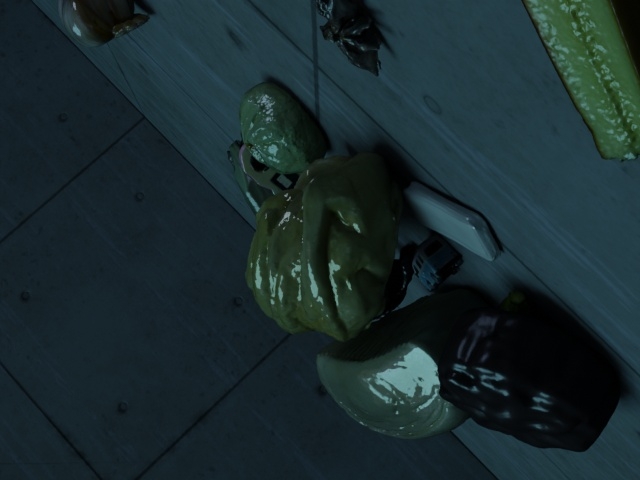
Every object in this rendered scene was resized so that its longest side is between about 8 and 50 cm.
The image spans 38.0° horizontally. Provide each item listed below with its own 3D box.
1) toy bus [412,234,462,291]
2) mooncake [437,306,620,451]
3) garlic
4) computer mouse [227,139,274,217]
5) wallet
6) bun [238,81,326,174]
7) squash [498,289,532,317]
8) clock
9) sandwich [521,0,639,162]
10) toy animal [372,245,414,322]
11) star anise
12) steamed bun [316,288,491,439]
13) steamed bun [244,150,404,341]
[{"bbox_3d":[0.201,0.040,1.639,0.075,0.060,0.123,50,169,12],"label":"toy bus"},{"bbox_3d":[0.316,0.230,1.452,0.283,0.141,0.283,26,159,11],"label":"mooncake"},{"bbox_3d":[-0.466,-0.538,2.060,0.207,0.207,0.256,47,136,-1],"label":"garlic"},{"bbox_3d":[-0.075,-0.061,2.219,0.429,0.145,0.228,59,178,-1],"label":"computer mouse"},{"bbox_3d":[0.198,-0.032,1.435,0.190,0.033,0.095,36,164,49],"label":"wallet"},{"bbox_3d":[-0.081,-0.198,1.744,0.195,0.118,0.195,43,172,7],"label":"bun"},{"bbox_3d":[0.311,0.133,1.515,0.066,0.066,0.201,43,165,23],"label":"squash"},{"bbox_3d":[-0.092,-0.160,1.951,0.194,0.100,0.195,41,-169,-18],"label":"clock"},{"bbox_3d":[0.210,-0.172,0.665,0.090,0.088,0.244,17,146,55],"label":"sandwich"},{"bbox_3d":[0.135,0.097,1.849,0.179,0.218,0.116,-12,-123,-52],"label":"toy animal"},{"bbox_3d":[0.028,-0.270,1.136,0.124,0.056,0.129,44,170,22],"label":"star anise"},{"bbox_3d":[0.182,0.255,1.758,0.383,0.247,0.236,-22,98,53],"label":"steamed bun"},{"bbox_3d":[-0.002,0.005,1.585,0.230,0.325,0.372,13,178,-10],"label":"steamed bun"}]
